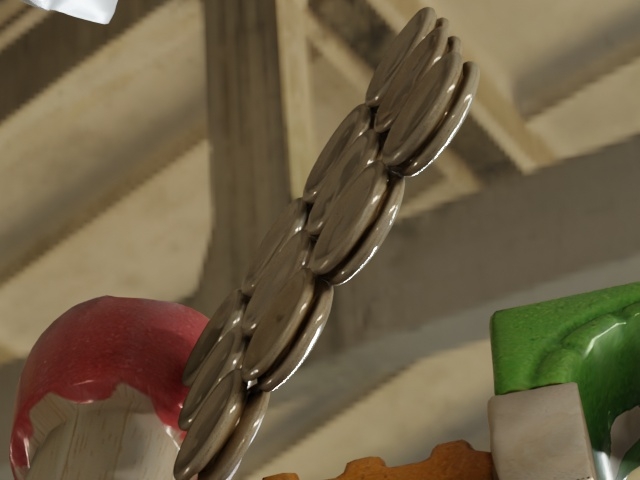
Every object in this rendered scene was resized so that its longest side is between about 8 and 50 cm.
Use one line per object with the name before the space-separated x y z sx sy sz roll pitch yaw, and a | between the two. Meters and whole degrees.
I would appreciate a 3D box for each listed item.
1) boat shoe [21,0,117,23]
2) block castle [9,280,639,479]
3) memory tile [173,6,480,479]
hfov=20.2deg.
boat shoe | -0.164 -0.187 1.065 0.096 0.088 0.267 27 6 11
block castle | 0.140 0.130 0.613 0.453 0.213 0.303 -13 -66 9
memory tile | 0.000 0.000 0.538 0.012 0.113 0.148 32 -78 -11
